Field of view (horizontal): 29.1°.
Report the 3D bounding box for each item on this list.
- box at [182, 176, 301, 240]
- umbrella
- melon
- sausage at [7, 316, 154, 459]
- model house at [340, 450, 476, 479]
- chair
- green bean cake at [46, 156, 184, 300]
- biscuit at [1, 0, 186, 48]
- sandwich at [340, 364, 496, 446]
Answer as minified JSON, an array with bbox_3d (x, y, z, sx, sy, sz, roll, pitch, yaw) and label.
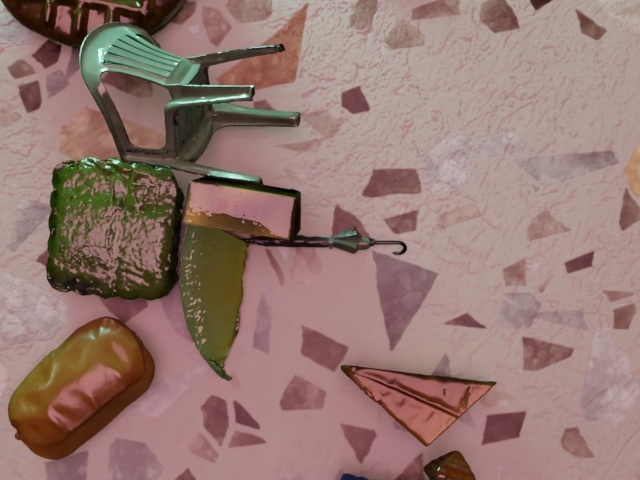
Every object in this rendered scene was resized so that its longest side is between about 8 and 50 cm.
[{"bbox_3d":[-0.108,-0.050,1.810,0.159,0.240,0.071,8,95,1],"label":"box"},{"bbox_3d":[0.001,-0.004,1.910,0.269,0.044,0.044,4,43,1],"label":"umbrella"},{"bbox_3d":[-0.161,0.087,1.905,0.114,0.053,0.261,-4,92,-11],"label":"melon"},{"bbox_3d":[-0.361,0.225,1.854,0.241,0.120,0.136,-45,73,-2],"label":"sausage"},{"bbox_3d":[0.107,0.451,1.756,0.252,0.295,0.329,17,89,-4],"label":"model house"},{"bbox_3d":[-0.193,-0.212,1.797,0.275,0.203,0.190,4,128,16],"label":"chair"},{"bbox_3d":[-0.312,-0.017,1.872,0.200,0.113,0.214,6,86,3],"label":"green bean cake"},{"bbox_3d":[-0.350,-0.451,1.902,0.332,0.103,0.332,0,87,-1],"label":"biscuit"},{"bbox_3d":[0.143,0.204,1.861,0.187,0.117,0.144,42,85,4],"label":"sandwich"}]
